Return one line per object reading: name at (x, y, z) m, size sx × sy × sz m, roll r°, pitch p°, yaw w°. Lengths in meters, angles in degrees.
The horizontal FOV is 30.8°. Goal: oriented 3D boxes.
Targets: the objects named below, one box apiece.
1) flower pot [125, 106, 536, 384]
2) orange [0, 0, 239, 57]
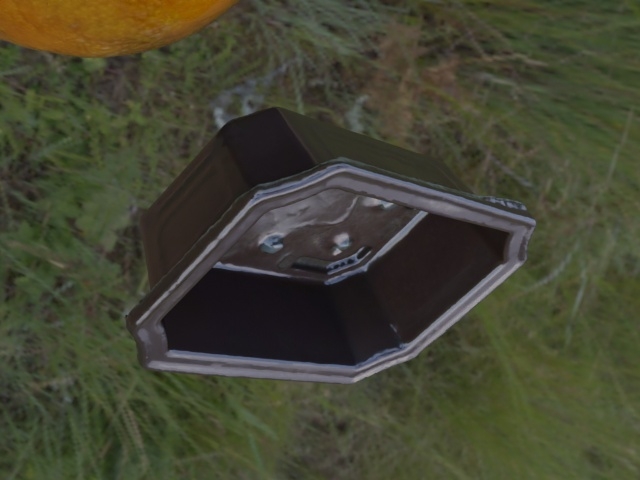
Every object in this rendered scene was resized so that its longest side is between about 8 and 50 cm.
flower pot at (0.000, 0.000, 0.696) m, size 0.251 × 0.084 × 0.179 m, roll 11°, pitch 132°, yaw -48°
orange at (-0.120, -0.239, 0.646) m, size 0.226 × 0.284 × 0.283 m, roll 32°, pitch 80°, yaw -45°
